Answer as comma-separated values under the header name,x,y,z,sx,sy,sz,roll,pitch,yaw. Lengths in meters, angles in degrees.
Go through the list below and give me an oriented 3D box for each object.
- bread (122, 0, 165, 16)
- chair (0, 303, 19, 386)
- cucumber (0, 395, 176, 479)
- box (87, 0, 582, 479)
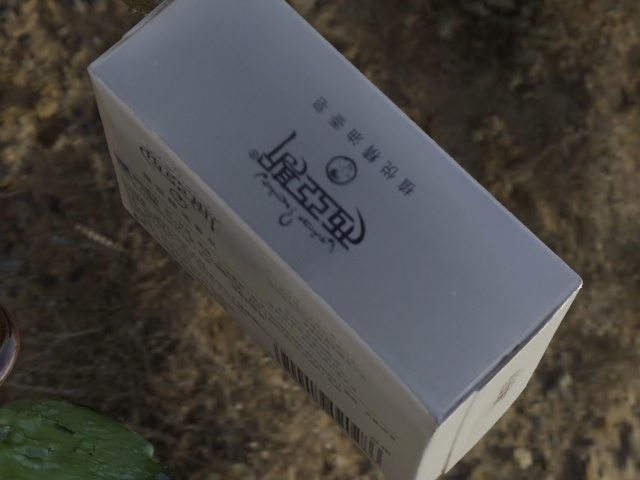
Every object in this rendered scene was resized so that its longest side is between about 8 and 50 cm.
name,x,y,z,sx,sy,sz,roll,pitch,yaw
bread,-0.154,-0.324,1.742,0.102,0.337,0.183,41,87,-28
chair,-0.449,0.196,1.487,0.227,0.401,0.226,22,35,-16
cucumber,-0.104,0.138,0.481,0.115,0.086,0.193,67,46,-73
box,0.002,-0.001,0.915,0.116,0.203,0.274,-42,75,-14
